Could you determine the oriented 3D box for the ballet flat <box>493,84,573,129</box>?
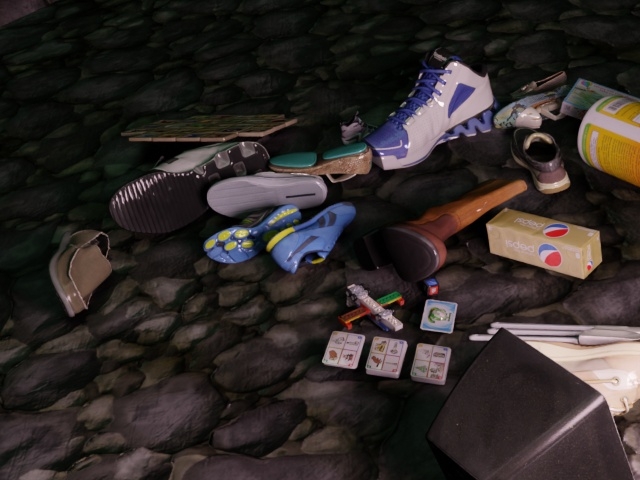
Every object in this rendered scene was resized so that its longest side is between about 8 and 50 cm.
[{"bbox_3d":[0.434,-0.255,2.219,0.188,0.070,0.070,-24,33,-12],"label":"ballet flat"}]

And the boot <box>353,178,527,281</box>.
[{"bbox_3d":[0.224,-0.024,1.847,0.280,0.096,0.264,-24,1,-18],"label":"boot"}]

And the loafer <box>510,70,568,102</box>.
[{"bbox_3d":[0.451,-0.320,2.334,0.125,0.039,0.045,-16,32,-5],"label":"loafer"}]

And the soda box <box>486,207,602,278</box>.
[{"bbox_3d":[0.360,0.003,1.822,0.181,0.061,0.058,17,43,40],"label":"soda box"}]

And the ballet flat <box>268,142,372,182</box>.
[{"bbox_3d":[0.002,-0.139,2.183,0.206,0.067,0.073,-6,31,17],"label":"ballet flat"}]

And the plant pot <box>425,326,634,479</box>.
[{"bbox_3d":[0.242,0.254,1.359,0.167,0.187,0.188,-38,37,-14],"label":"plant pot"}]

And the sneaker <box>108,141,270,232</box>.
[{"bbox_3d":[-0.271,-0.108,2.204,0.330,0.122,0.146,-21,21,-25],"label":"sneaker"}]

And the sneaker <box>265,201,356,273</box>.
[{"bbox_3d":[0.000,0.000,1.975,0.209,0.069,0.082,-29,66,-40],"label":"sneaker"}]

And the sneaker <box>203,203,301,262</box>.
[{"bbox_3d":[-0.124,-0.012,2.041,0.188,0.067,0.078,-26,12,-18],"label":"sneaker"}]

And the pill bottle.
[{"bbox_3d":[0.572,-0.154,1.926,0.136,0.136,0.246,-27,34,-22],"label":"pill bottle"}]

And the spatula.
[{"bbox_3d":[0.341,0.128,1.597,0.242,0.019,0.168,1,5,24],"label":"spatula"}]

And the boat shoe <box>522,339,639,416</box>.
[{"bbox_3d":[0.377,0.189,1.491,0.302,0.109,0.098,1,73,22],"label":"boat shoe"}]

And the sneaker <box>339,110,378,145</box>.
[{"bbox_3d":[0.087,-0.235,2.304,0.098,0.069,0.038,-12,31,1],"label":"sneaker"}]

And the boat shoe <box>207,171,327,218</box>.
[{"bbox_3d":[-0.100,-0.088,2.143,0.226,0.083,0.076,1,20,0],"label":"boat shoe"}]

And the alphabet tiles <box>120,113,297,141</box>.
[{"bbox_3d":[-0.238,-0.242,2.411,0.343,0.011,0.285,3,16,24],"label":"alphabet tiles"}]

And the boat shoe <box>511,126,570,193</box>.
[{"bbox_3d":[0.402,-0.165,2.067,0.080,0.073,0.223,-13,31,0],"label":"boat shoe"}]

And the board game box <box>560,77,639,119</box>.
[{"bbox_3d":[0.550,-0.255,2.159,0.154,0.026,0.103,23,43,18],"label":"board game box"}]

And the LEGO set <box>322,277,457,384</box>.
[{"bbox_3d":[0.114,0.138,1.733,0.182,0.060,0.244,7,36,9],"label":"LEGO set"}]

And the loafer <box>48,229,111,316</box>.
[{"bbox_3d":[-0.425,0.045,2.015,0.087,0.094,0.251,-16,31,3],"label":"loafer"}]

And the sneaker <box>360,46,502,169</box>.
[{"bbox_3d":[0.212,-0.277,2.217,0.315,0.182,0.127,-25,32,-20],"label":"sneaker"}]
